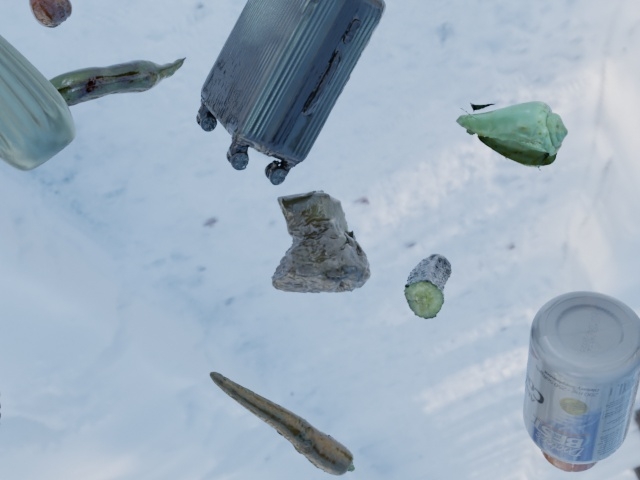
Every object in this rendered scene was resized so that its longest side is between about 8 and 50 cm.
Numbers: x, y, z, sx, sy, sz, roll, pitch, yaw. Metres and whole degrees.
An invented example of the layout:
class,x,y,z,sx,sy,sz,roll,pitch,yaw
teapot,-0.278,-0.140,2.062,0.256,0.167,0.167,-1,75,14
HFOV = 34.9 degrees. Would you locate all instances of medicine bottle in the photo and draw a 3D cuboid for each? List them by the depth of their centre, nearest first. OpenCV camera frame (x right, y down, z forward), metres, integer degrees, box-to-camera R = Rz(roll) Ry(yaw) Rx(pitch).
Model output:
class,x,y,z,sx,sy,sz,roll,pitch,yaw
medicine bottle,0.374,0.218,1.468,0.156,0.157,0.289,-18,137,-11

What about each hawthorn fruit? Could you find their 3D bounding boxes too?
class,x,y,z,sx,sy,sz,roll,pitch,yaw
hawthorn fruit,-0.438,-0.385,1.602,0.066,0.067,0.103,-29,119,16

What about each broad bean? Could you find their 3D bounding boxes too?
class,x,y,z,sx,sy,sz,roll,pitch,yaw
broad bean,-0.375,-0.286,1.823,0.339,0.061,0.077,-19,179,-39

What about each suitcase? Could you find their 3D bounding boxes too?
class,x,y,z,sx,sy,sz,roll,pitch,yaw
suitcase,-0.050,-0.256,1.447,0.128,0.202,0.312,21,108,-33

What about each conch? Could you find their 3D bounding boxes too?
class,x,y,z,sx,sy,sz,roll,pitch,yaw
conch,0.273,-0.148,1.437,0.170,0.106,0.079,11,-141,40

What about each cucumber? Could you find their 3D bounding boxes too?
class,x,y,z,sx,sy,sz,roll,pitch,yaw
cucumber,0.147,0.058,1.398,0.058,0.058,0.187,-28,-176,14

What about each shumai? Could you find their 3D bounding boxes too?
class,x,y,z,sx,sy,sz,roll,pitch,yaw
shumai,0.000,0.000,1.688,0.166,0.176,0.206,-1,177,-5

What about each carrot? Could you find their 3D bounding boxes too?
class,x,y,z,sx,sy,sz,roll,pitch,yaw
carrot,-0.052,0.252,1.406,0.254,0.049,0.049,38,128,-17

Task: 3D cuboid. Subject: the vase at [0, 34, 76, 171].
class,x,y,z,sx,sy,sz,roll,pitch,yaw
vase,-0.462,-0.221,1.451,0.128,0.248,0.128,-30,-158,13
